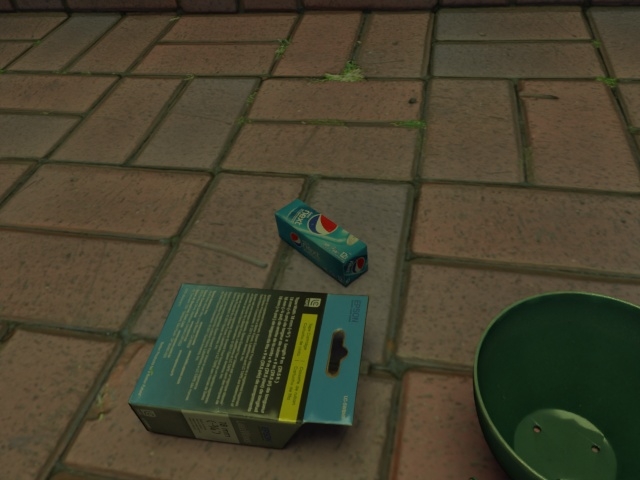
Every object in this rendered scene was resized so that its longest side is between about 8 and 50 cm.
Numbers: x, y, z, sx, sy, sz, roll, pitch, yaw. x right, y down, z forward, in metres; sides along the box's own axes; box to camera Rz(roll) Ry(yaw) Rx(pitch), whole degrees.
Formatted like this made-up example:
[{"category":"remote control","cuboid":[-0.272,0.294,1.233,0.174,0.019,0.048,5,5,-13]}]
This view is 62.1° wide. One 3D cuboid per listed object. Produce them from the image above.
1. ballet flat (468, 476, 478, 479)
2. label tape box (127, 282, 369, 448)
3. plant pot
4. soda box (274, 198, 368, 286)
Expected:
[{"category":"ballet flat","cuboid":[0.233,0.364,0.697,0.041,0.041,0.114,-34,49,-25]},{"category":"label tape box","cuboid":[-0.097,0.198,0.859,0.333,0.106,0.241,3,44,10]},{"category":"plant pot","cuboid":[0.341,0.239,0.696,0.290,0.195,0.290,-4,44,4]},{"category":"soda box","cuboid":[0.000,0.000,1.075,0.067,0.071,0.210,-35,51,-26]}]
